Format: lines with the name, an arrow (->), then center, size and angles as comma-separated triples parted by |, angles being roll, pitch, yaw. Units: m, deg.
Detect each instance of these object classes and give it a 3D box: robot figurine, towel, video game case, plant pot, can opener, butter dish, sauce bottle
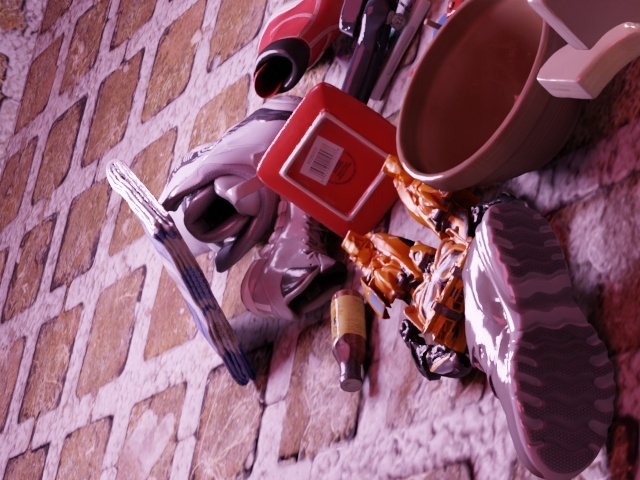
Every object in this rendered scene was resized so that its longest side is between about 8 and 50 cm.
robot figurine -> 0.121, 0.021, 1.863 | 0.211, 0.085, 0.291 | -63, 25, 12
towel -> -0.180, 0.041, 2.246 | 0.034, 0.285, 0.209 | -32, 36, -9
video game case -> 0.078, -0.268, 2.268 | 0.143, 0.019, 0.157 | -62, 26, 15
plant pot -> 0.192, -0.146, 1.813 | 0.237, 0.109, 0.237 | -42, 34, 37
can opener -> 0.057, -0.229, 2.200 | 0.073, 0.059, 0.186 | 15, 94, 36
butter dish -> 0.032, -0.109, 2.117 | 0.160, 0.160, 0.118 | -54, 5, 29
sauce bottle -> 0.033, 0.115, 2.021 | 0.042, 0.042, 0.128 | -48, 30, 38

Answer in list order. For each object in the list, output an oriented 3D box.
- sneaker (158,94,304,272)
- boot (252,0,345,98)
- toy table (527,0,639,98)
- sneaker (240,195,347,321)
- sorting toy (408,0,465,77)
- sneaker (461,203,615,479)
sneaker -> -0.147, -0.043, 2.316 | 0.366, 0.137, 0.210 | -35, 10, 45
boot -> -0.057, -0.239, 2.354 | 0.176, 0.088, 0.244 | -53, 8, -27
toy table -> 0.302, -0.187, 1.514 | 0.161, 0.252, 0.274 | -55, 14, -11
sneaker -> 0.000, 0.000, 2.159 | 0.132, 0.086, 0.229 | 17, 82, 49
sorting toy -> 0.151, -0.220, 2.046 | 0.132, 0.046, 0.275 | -29, 46, 55
sneaker -> 0.194, 0.106, 1.635 | 0.115, 0.105, 0.281 | 119, 152, -47
